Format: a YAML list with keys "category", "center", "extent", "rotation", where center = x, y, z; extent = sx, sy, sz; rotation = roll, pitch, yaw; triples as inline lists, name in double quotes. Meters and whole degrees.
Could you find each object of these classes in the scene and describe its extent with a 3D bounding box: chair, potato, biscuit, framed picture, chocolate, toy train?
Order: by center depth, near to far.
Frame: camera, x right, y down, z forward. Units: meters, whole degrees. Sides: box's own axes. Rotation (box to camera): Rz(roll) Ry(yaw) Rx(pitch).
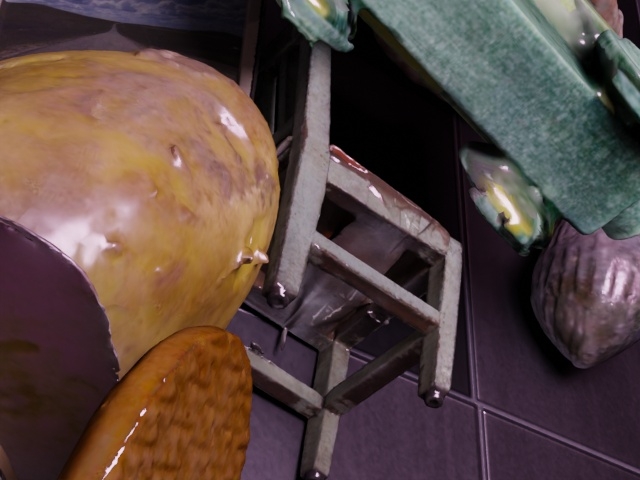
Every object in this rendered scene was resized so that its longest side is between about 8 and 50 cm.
- category: "biscuit"
  center: [-0.094, 0.161, 0.731]
  extent: [0.037, 0.262, 0.262]
  rotation: [16, 40, 12]
- category: "potato"
  center: [-0.131, -0.016, 0.842]
  extent: [0.229, 0.229, 0.266]
  rotation: [41, 41, -11]
- category: "chair"
  center: [0.000, 0.000, 1.005]
  extent: [0.147, 0.136, 0.270]
  rotation: [33, 40, -23]
- category: "toy train"
  center: [0.095, -0.168, 1.043]
  extent: [0.397, 0.160, 0.253]
  rotation: [42, 19, -28]
- category: "framed picture"
  center: [-0.129, -0.171, 1.047]
  extent: [0.189, 0.023, 0.260]
  rotation: [8, 51, -4]
- category: "chocolate"
  center: [0.232, 0.002, 1.247]
  extent: [0.110, 0.110, 0.248]
  rotation: [38, 36, -15]

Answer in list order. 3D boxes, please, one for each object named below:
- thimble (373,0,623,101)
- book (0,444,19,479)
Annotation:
- category: "thimble"
  center: [0.144, -0.223, 1.263]
  extent: [0.229, 0.196, 0.148]
  rotation: [31, 43, -24]
- category: "book"
  center: [-0.154, 0.208, 0.718]
  extent: [0.016, 0.138, 0.198]
  rotation: [-2, 53, 3]
